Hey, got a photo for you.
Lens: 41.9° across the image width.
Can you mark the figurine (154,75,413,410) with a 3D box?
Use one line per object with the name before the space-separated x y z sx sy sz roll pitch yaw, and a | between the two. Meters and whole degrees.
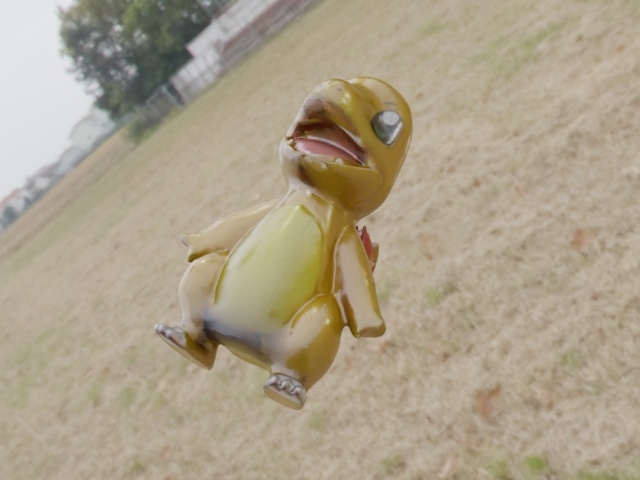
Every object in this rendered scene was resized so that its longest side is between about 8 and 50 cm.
figurine | 0.002 -0.001 0.448 0.176 0.121 0.122 -67 -25 -1
